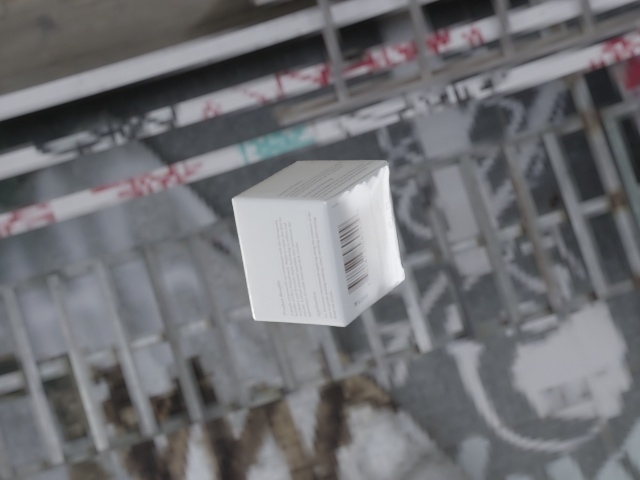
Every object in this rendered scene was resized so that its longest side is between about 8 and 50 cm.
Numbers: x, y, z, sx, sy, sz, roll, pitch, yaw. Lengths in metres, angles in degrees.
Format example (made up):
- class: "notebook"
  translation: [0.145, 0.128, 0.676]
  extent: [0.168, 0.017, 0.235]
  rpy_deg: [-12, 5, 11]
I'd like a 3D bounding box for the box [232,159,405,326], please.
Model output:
- class: "box"
  translation: [0.000, 0.000, 1.255]
  extent: [0.087, 0.101, 0.102]
  rpy_deg: [2, -159, 31]
